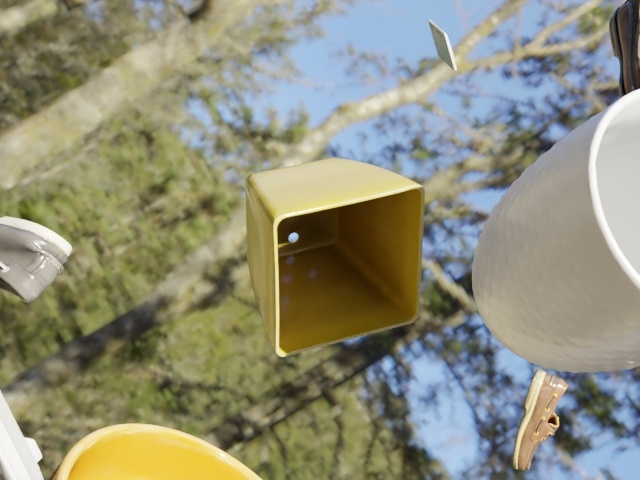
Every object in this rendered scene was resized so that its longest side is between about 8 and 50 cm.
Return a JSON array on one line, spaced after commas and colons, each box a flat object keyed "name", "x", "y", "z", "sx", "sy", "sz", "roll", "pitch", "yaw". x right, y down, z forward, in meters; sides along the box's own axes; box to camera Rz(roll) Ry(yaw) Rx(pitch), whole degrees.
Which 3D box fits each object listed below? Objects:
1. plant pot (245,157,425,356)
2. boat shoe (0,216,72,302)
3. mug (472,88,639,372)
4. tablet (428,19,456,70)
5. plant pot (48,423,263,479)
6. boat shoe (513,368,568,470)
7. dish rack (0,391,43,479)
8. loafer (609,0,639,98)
[{"name": "plant pot", "x": 0.000, "y": 0.000, "z": 1.698, "sx": 0.187, "sy": 0.212, "sz": 0.212, "roll": -133, "pitch": -144, "yaw": -52}, {"name": "boat shoe", "x": -0.477, "y": 0.017, "z": 1.710, "sx": 0.335, "sy": 0.095, "sz": 0.112, "roll": 6, "pitch": -29, "yaw": 40}, {"name": "mug", "x": 0.364, "y": -0.007, "z": 1.472, "sx": 0.276, "sy": 0.374, "sz": 0.328, "roll": 55, "pitch": -32, "yaw": 3}, {"name": "tablet", "x": 0.161, "y": -0.258, "z": 1.660, "sx": 0.083, "sy": 0.006, "sz": 0.054, "roll": -114, "pitch": -176, "yaw": -65}, {"name": "plant pot", "x": -0.128, "y": 0.259, "z": 0.834, "sx": 0.205, "sy": 0.188, "sz": 0.205, "roll": 31, "pitch": 23, "yaw": -15}, {"name": "boat shoe", "x": 0.349, "y": 0.294, "z": 2.009, "sx": 0.060, "sy": 0.064, "sz": 0.178, "roll": 17, "pitch": -69, "yaw": 14}, {"name": "dish rack", "x": -0.462, "y": 0.184, "z": 1.476, "sx": 0.333, "sy": 0.072, "sz": 0.285, "roll": 2, "pitch": -57, "yaw": 40}, {"name": "loafer", "x": 0.492, "y": -0.245, "z": 1.820, "sx": 0.095, "sy": 0.109, "sz": 0.302, "roll": 117, "pitch": -30, "yaw": -52}]
